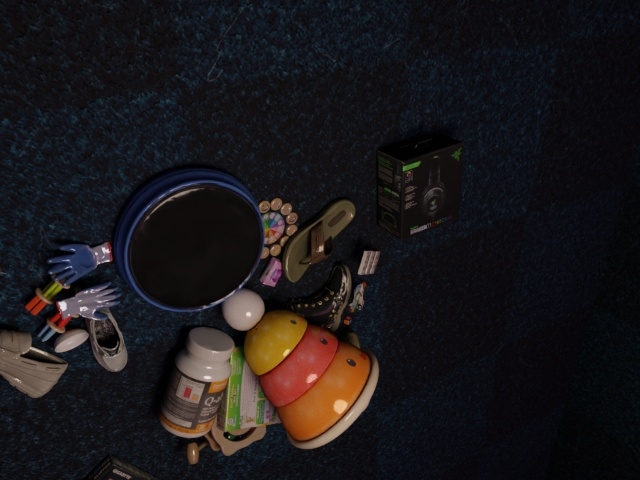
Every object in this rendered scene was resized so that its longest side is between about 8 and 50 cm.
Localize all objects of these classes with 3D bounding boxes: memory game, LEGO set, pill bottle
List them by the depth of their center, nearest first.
[{"bbox_3d":[-0.344,0.396,1.591,0.162,0.162,0.279,8,110,-38],"label":"pill bottle"},{"bbox_3d":[-0.144,-0.032,1.597,0.186,0.012,0.186,-17,122,-28],"label":"memory game"},{"bbox_3d":[0.119,0.145,1.810,0.182,0.060,0.244,4,103,-71],"label":"LEGO set"}]

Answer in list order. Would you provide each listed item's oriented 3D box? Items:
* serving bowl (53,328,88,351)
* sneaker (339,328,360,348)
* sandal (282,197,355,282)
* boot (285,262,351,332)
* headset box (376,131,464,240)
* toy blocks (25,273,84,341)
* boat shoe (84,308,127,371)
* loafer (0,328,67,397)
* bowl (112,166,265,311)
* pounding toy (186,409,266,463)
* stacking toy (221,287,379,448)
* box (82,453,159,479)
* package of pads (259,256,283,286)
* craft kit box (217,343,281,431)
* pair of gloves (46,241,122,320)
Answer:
[{"bbox_3d":[-0.615,0.240,1.389,0.083,0.027,0.083,-31,164,-10],"label":"serving bowl"},{"bbox_3d":[-0.003,0.476,1.900,0.182,0.158,0.411,25,94,-23],"label":"sneaker"},{"bbox_3d":[0.000,-0.002,1.658,0.303,0.086,0.120,-48,137,-8],"label":"sandal"},{"bbox_3d":[-0.007,0.184,1.765,0.178,0.085,0.237,2,111,-33],"label":"boot"},{"bbox_3d":[0.308,-0.180,1.754,0.246,0.131,0.283,-19,123,-26],"label":"headset box"},{"bbox_3d":[-0.634,0.163,1.332,0.148,0.054,0.123,-48,132,-3],"label":"toy blocks"},{"bbox_3d":[-0.540,0.256,1.430,0.079,0.081,0.228,-22,125,-24],"label":"boat shoe"},{"bbox_3d":[-0.716,0.244,1.290,0.111,0.112,0.319,-45,139,-13],"label":"loafer"},{"bbox_3d":[-0.320,0.008,1.444,0.391,0.077,0.391,-15,122,-26],"label":"bowl"},{"bbox_3d":[-0.310,0.568,1.765,0.269,0.154,0.154,-14,97,-43],"label":"pounding toy"},{"bbox_3d":[-0.099,0.319,1.613,0.350,0.350,0.480,-45,104,-6],"label":"stacking toy"},{"bbox_3d":[-0.606,0.746,1.671,0.175,0.051,0.220,-44,131,-7],"label":"box"},{"bbox_3d":[-0.138,0.091,1.653,0.050,0.032,0.083,20,103,-48],"label":"package of pads"},{"bbox_3d":[-0.189,0.440,1.730,0.246,0.061,0.250,7,86,-42],"label":"craft kit box"},{"bbox_3d":[-0.547,0.099,1.321,0.159,0.023,0.198,-19,103,-45],"label":"pair of gloves"}]
